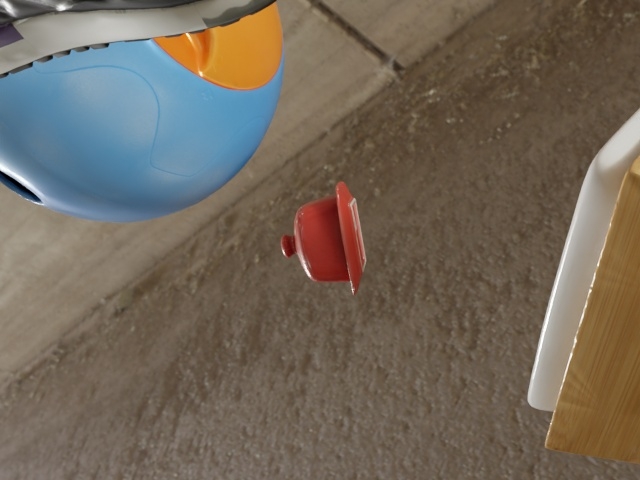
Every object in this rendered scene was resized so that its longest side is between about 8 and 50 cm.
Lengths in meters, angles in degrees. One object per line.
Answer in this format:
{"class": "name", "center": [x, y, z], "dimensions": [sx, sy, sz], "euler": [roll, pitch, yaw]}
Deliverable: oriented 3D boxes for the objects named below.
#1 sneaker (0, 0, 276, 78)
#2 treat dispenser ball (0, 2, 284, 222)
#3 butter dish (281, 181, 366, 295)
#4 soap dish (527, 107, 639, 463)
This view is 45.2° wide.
{"class": "sneaker", "center": [-0.110, -0.145, 0.309], "dimensions": [0.283, 0.124, 0.107], "euler": [-13, 70, 26]}
{"class": "treat dispenser ball", "center": [-0.175, -0.159, 0.656], "dimensions": [0.288, 0.288, 0.288], "euler": [-38, 35, 33]}
{"class": "butter dish", "center": [0.000, 0.000, 1.140], "dimensions": [0.118, 0.159, 0.160], "euler": [-8, 7, 7]}
{"class": "soap dish", "center": [0.276, 0.018, 0.590], "dimensions": [0.118, 0.290, 0.229], "euler": [29, 51, 30]}
